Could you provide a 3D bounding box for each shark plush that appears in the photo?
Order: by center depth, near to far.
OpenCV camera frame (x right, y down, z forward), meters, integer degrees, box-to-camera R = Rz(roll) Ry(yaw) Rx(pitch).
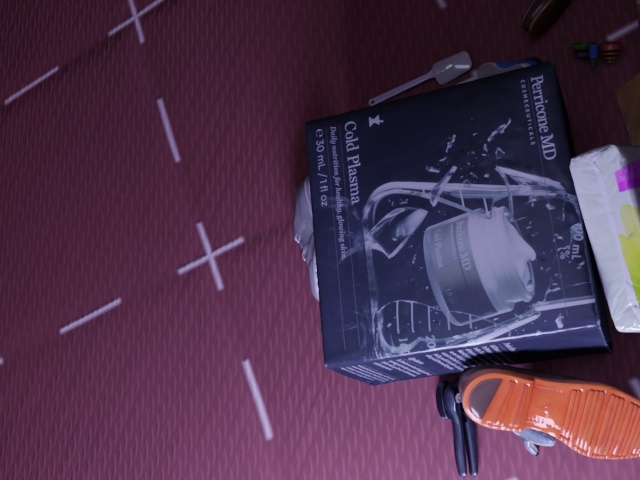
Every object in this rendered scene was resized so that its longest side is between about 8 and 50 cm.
[{"bbox_3d":[0.361,0.321,1.550,0.073,0.067,0.161,-49,63,4],"label":"shark plush"}]

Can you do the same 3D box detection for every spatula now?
[{"bbox_3d":[0.224,-0.293,1.815,0.242,0.019,0.168,-23,68,21],"label":"spatula"}]

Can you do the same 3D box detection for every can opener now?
[{"bbox_3d":[0.268,0.352,1.597,0.059,0.073,0.186,-6,72,-19],"label":"can opener"}]

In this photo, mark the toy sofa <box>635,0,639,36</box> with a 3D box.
[{"bbox_3d":[0.771,-0.440,1.546,0.362,0.150,0.177,0,74,23],"label":"toy sofa"}]

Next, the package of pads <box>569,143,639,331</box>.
[{"bbox_3d":[0.530,-0.009,1.400,0.101,0.229,0.297,-18,83,39],"label":"package of pads"}]

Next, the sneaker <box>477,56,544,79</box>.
[{"bbox_3d":[0.398,-0.342,1.736,0.152,0.084,0.058,9,107,57],"label":"sneaker"}]

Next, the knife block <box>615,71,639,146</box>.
[{"bbox_3d":[0.651,-0.264,1.504,0.088,0.242,0.276,1,69,-23],"label":"knife block"}]

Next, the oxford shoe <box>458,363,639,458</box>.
[{"bbox_3d":[0.419,0.281,1.483,0.363,0.133,0.130,17,100,-3],"label":"oxford shoe"}]

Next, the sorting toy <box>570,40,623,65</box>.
[{"bbox_3d":[0.547,-0.371,1.683,0.101,0.061,0.042,7,112,32],"label":"sorting toy"}]

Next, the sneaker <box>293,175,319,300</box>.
[{"bbox_3d":[0.000,0.000,1.801,0.115,0.105,0.282,-22,68,53],"label":"sneaker"}]

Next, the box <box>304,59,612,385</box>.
[{"bbox_3d":[0.251,-0.010,1.571,0.471,0.297,0.480,-11,71,18],"label":"box"}]

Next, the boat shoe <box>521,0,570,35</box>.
[{"bbox_3d":[0.480,-0.511,1.738,0.207,0.073,0.073,-47,61,-3],"label":"boat shoe"}]
